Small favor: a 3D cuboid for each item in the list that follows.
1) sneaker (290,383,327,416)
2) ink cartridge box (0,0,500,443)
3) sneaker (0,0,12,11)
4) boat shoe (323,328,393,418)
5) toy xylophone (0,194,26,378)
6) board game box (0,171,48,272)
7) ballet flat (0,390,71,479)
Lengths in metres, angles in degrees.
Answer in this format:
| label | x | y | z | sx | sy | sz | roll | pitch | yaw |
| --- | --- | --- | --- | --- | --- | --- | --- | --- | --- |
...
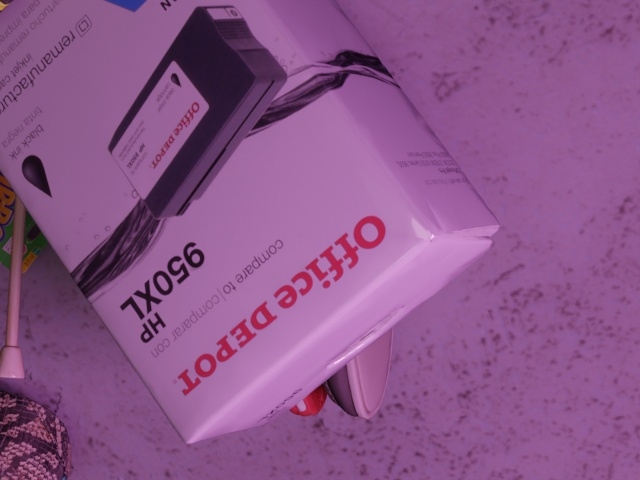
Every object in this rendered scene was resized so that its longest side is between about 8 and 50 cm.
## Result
| label | x | y | z | sx | sy | sz | roll | pitch | yaw |
| --- | --- | --- | --- | --- | --- | --- | --- | --- | --- |
| sneaker | -0.086 | 0.078 | 1.538 | 0.128 | 0.087 | 0.221 | -21 | 94 | 23 |
| ink cartridge box | -0.087 | -0.073 | 1.344 | 0.285 | 0.166 | 0.395 | -41 | 76 | 21 |
| sneaker | -0.316 | -0.249 | 1.320 | 0.384 | 0.145 | 0.147 | -31 | 112 | 32 |
| boat shoe | 0.000 | 0.000 | 1.481 | 0.095 | 0.112 | 0.335 | 0 | 106 | 26 |
| toy xylophone | -0.389 | 0.027 | 1.471 | 0.236 | 0.081 | 0.323 | -3 | 88 | 5 |
| board game box | -0.351 | -0.090 | 1.522 | 0.259 | 0.039 | 0.124 | 39 | 111 | -5 |
| ballet flat | -0.485 | 0.176 | 1.560 | 0.482 | 0.182 | 0.164 | 17 | 116 | 1 |
